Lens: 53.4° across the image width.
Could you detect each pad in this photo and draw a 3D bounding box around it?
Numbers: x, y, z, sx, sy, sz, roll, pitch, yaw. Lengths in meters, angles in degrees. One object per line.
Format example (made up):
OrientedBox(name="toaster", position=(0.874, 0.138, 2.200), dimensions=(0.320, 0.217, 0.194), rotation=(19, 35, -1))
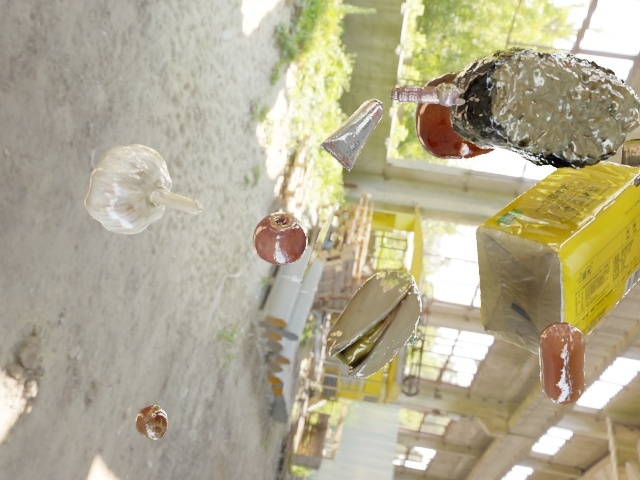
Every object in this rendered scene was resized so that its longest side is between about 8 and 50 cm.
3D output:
OrientedBox(name="pad", position=(0.000, 0.000, 1.705), dimensions=(0.266, 0.002, 0.176), rotation=(-61, 172, -63))

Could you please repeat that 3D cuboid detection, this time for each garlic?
OrientedBox(name="garlic", position=(-0.349, -0.085, 1.309), dimensions=(0.199, 0.225, 0.199), rotation=(20, 90, -76))

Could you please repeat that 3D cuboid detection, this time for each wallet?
OrientedBox(name="wallet", position=(1.022, -0.251, 1.865), dimensions=(0.031, 0.255, 0.137), rotation=(55, 47, -50))

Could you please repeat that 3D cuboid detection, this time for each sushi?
OrientedBox(name="sushi", position=(0.414, -0.245, 1.181), dimensions=(0.171, 0.349, 0.211), rotation=(-145, -115, -66))

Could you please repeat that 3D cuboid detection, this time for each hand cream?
OrientedBox(name="hand cream", position=(0.064, -0.198, 1.140), dimensions=(0.043, 0.067, 0.210), rotation=(-41, -169, 43))

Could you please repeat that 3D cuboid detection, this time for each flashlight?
OrientedBox(name="flashlight", position=(0.160, -0.220, 0.950), dimensions=(0.052, 0.110, 0.031), rotation=(-78, 168, -47))

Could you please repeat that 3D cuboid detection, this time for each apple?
OrientedBox(name="apple", position=(-0.112, -0.010, 1.760), dimensions=(0.153, 0.153, 0.120), rotation=(-75, 174, -48))
OrientedBox(name="apple", position=(0.349, -0.309, 1.568), dimensions=(0.230, 0.229, 0.230), rotation=(9, 90, -85))

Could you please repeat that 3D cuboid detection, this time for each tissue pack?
OrientedBox(name="tissue pack", position=(0.530, 0.030, 1.384), dimensions=(0.381, 0.228, 0.294), rotation=(-33, 125, -32))

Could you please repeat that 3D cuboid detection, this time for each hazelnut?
OrientedBox(name="hazelnut", position=(-0.410, 0.447, 1.557), dimensions=(0.086, 0.086, 0.086), rotation=(9, 90, -85))

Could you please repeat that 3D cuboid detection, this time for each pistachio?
OrientedBox(name="pistachio", position=(0.137, 0.189, 1.474), dimensions=(0.288, 0.166, 0.197), rotation=(-53, -173, -33))

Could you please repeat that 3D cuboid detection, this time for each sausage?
OrientedBox(name="sausage", position=(0.427, 0.219, 1.126), dimensions=(0.077, 0.077, 0.194), rotation=(-75, 155, -48))

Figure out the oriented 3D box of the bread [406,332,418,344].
OrientedBox(name="bread", position=(0.187, 0.225, 1.869), dimensions=(0.064, 0.232, 0.172), rotation=(-46, 134, -3))
